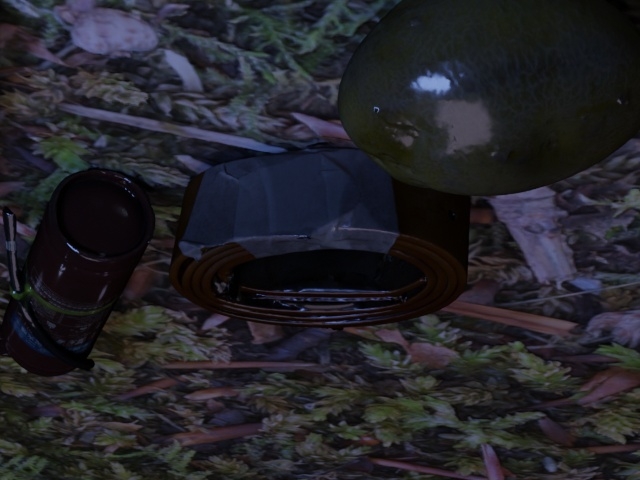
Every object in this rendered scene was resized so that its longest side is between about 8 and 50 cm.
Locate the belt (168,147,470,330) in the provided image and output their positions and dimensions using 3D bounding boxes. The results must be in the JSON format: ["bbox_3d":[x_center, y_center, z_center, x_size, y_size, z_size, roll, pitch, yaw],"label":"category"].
[{"bbox_3d":[0.000,0.000,1.590,0.261,0.105,0.184,3,149,8],"label":"belt"}]

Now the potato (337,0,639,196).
[{"bbox_3d":[0.129,-0.112,1.321,0.235,0.160,0.178,0,176,-9],"label":"potato"}]

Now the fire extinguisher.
[{"bbox_3d":[-0.256,0.048,1.731,0.141,0.105,0.341,27,147,-6],"label":"fire extinguisher"}]
